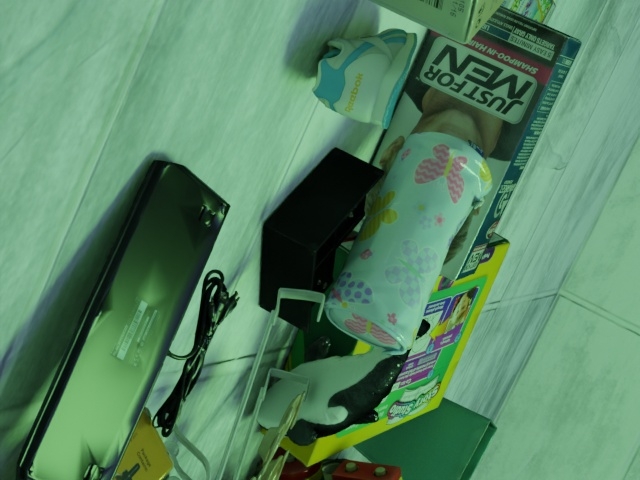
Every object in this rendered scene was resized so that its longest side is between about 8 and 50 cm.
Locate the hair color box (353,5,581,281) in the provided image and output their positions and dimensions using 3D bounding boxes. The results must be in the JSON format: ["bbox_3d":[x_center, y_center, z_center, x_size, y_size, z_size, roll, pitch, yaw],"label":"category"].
[{"bbox_3d":[0.187,-0.139,1.647,0.347,0.174,0.105,-67,162,13],"label":"hair color box"}]

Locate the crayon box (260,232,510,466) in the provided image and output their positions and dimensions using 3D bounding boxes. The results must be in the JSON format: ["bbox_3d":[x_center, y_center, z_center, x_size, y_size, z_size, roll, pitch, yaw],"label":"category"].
[{"bbox_3d":[0.100,0.136,1.832,0.363,0.106,0.313,-11,129,-53],"label":"crayon box"}]

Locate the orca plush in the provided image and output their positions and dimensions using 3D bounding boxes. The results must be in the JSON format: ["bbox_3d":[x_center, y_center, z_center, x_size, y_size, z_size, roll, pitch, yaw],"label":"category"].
[{"bbox_3d":[0.044,0.193,1.628,0.287,0.102,0.151,-41,-145,26],"label":"orca plush"}]

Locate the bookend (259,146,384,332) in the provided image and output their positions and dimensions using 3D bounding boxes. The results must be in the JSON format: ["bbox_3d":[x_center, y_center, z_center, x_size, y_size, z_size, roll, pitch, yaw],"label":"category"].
[{"bbox_3d":[0.000,0.000,1.506,0.156,0.072,0.157,-49,158,-36],"label":"bookend"}]

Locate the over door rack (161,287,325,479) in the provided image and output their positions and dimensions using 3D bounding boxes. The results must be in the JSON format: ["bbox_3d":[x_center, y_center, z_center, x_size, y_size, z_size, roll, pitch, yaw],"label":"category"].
[{"bbox_3d":[-0.115,0.226,1.446,0.324,0.108,0.239,-60,169,-30],"label":"over door rack"}]

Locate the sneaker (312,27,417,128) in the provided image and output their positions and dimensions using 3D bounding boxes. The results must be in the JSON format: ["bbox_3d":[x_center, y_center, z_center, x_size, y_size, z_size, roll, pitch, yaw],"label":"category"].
[{"bbox_3d":[0.049,-0.191,1.360,0.228,0.092,0.087,-68,177,-71],"label":"sneaker"}]

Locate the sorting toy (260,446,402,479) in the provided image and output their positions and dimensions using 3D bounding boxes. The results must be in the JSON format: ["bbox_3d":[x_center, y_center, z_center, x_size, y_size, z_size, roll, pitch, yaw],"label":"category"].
[{"bbox_3d":[-0.018,0.381,1.751,0.257,0.255,0.089,-39,126,-54],"label":"sorting toy"}]

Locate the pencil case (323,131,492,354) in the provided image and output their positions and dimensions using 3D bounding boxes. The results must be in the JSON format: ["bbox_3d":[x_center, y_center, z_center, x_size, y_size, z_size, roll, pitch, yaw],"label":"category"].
[{"bbox_3d":[0.108,0.001,1.515,0.124,0.113,0.273,39,69,-29],"label":"pencil case"}]

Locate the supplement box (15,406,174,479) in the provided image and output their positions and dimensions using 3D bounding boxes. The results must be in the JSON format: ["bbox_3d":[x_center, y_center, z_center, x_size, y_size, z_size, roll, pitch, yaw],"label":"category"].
[{"bbox_3d":[-0.244,0.252,1.171,0.233,0.080,0.078,-43,123,-40],"label":"supplement box"}]

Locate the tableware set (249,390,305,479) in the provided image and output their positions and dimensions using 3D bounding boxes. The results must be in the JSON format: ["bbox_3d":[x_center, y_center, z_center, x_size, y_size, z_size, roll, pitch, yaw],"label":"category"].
[{"bbox_3d":[-0.059,0.255,1.439,0.141,0.020,0.169,-69,169,19],"label":"tableware set"}]

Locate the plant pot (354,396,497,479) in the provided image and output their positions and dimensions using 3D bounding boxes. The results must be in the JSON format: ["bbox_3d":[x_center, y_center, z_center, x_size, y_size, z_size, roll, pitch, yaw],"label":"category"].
[{"bbox_3d":[0.150,0.325,2.093,0.165,0.234,0.166,-61,164,-6],"label":"plant pot"}]

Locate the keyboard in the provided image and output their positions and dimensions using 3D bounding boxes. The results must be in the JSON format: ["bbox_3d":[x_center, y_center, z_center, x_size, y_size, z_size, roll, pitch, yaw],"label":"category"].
[{"bbox_3d":[-0.163,0.094,1.159,0.201,0.033,0.317,43,66,-54],"label":"keyboard"}]

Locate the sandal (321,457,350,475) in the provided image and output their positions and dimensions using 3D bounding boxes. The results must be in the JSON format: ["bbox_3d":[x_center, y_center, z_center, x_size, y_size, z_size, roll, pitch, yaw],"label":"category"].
[{"bbox_3d":[0.026,0.423,2.197,0.219,0.060,0.090,28,84,-57],"label":"sandal"}]

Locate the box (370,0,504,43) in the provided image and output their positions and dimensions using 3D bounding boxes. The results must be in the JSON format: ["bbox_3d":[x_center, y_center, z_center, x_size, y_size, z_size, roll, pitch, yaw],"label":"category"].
[{"bbox_3d":[0.182,-0.368,1.365,0.311,0.148,0.121,-48,158,-33],"label":"box"}]

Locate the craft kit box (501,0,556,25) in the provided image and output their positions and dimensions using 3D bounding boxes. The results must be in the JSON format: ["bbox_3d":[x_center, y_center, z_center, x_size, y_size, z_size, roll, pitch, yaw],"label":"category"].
[{"bbox_3d":[0.252,-0.276,1.820,0.250,0.061,0.246,-64,159,3],"label":"craft kit box"}]
